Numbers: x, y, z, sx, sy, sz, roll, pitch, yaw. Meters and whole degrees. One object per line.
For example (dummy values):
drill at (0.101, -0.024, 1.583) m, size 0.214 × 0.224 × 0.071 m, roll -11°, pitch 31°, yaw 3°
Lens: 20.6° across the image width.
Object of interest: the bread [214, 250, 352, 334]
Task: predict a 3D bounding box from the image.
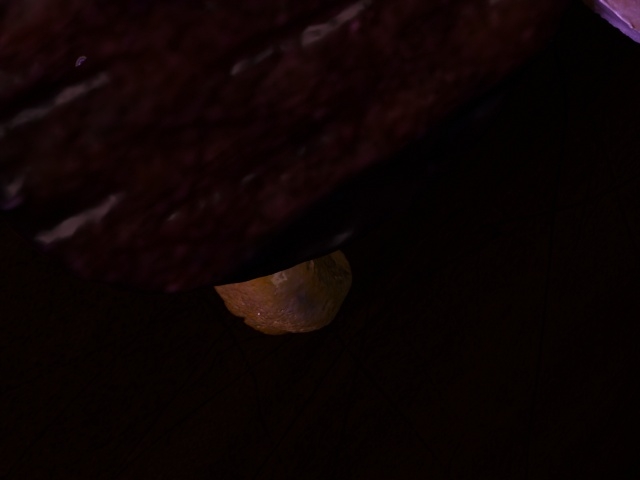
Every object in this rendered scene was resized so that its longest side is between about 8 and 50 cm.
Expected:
bread at (0.000, 0.000, 1.193) m, size 0.149 × 0.065 × 0.188 m, roll -42°, pitch 144°, yaw -13°

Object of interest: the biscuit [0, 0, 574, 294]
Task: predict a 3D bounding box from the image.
biscuit at (-0.025, -0.150, 0.973) m, size 0.407 × 0.091 × 0.407 m, roll -24°, pitch 140°, yaw -22°

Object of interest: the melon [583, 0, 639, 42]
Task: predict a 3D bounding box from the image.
melon at (0.191, -0.206, 1.149) m, size 0.093 × 0.203 × 0.139 m, roll 21°, pitch 158°, yaw -15°
